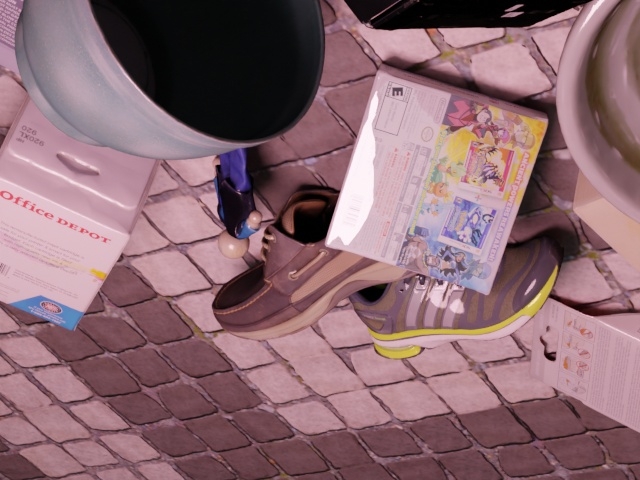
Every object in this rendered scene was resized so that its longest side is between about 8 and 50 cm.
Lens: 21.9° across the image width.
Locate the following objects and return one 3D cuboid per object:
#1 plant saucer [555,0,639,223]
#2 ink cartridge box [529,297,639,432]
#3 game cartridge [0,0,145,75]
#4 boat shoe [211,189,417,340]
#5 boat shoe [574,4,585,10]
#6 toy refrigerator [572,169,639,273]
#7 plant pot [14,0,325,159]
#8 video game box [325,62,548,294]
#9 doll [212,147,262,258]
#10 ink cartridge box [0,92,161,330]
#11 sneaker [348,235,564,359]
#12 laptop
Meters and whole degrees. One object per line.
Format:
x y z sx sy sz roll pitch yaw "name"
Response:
0.422 -0.157 1.540 0.400 0.100 0.400 6 134 7 "plant saucer"
0.367 0.148 2.012 0.224 0.056 0.181 28 147 24 "ink cartridge box"
-0.261 -0.232 1.765 0.294 0.060 0.196 28 145 -15 "game cartridge"
0.000 0.000 1.917 0.355 0.132 0.130 -28 115 32 "boat shoe"
0.243 -0.291 1.475 0.068 0.081 0.228 11 145 1 "boat shoe"
0.392 -0.007 1.761 0.094 0.102 0.269 -24 127 40 "toy refrigerator"
-0.168 -0.199 1.576 0.196 0.293 0.293 -22 128 42 "plant pot"
0.122 -0.065 1.755 0.187 0.048 0.205 18 109 2 "video game box"
-0.099 -0.063 1.872 0.046 0.129 0.189 -15 125 -19 "doll"
-0.306 -0.043 1.921 0.171 0.168 0.233 25 142 -12 "ink cartridge box"
0.149 0.052 1.927 0.300 0.111 0.121 -22 124 37 "sneaker"
0.096 -0.270 1.510 0.264 0.137 0.234 -2 -178 -8 "laptop"
